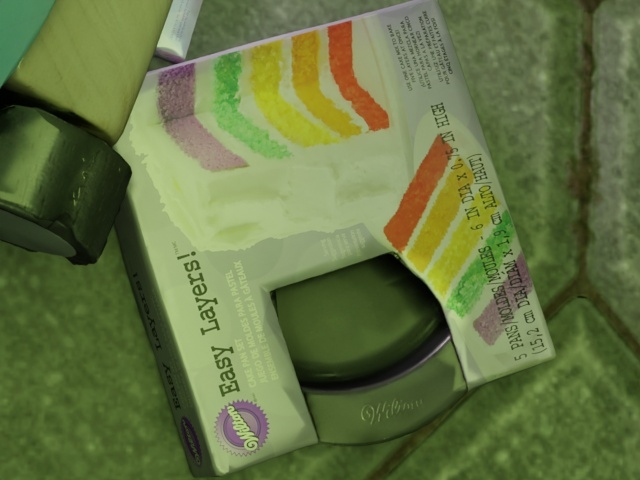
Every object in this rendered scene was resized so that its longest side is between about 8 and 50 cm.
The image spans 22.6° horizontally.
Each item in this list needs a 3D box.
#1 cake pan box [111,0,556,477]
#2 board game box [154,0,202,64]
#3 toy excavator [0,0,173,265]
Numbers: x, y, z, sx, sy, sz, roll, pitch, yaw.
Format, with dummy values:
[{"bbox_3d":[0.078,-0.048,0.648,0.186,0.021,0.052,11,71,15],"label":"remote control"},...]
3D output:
[{"bbox_3d":[0.000,0.000,1.028,0.245,0.070,0.267,-16,87,-17],"label":"cake pan box"},{"bbox_3d":[-0.119,-0.171,1.040,0.090,0.020,0.090,19,77,-13],"label":"board game box"},{"bbox_3d":[-0.337,-0.186,0.851,0.445,0.433,0.222,32,72,-39],"label":"toy excavator"}]
